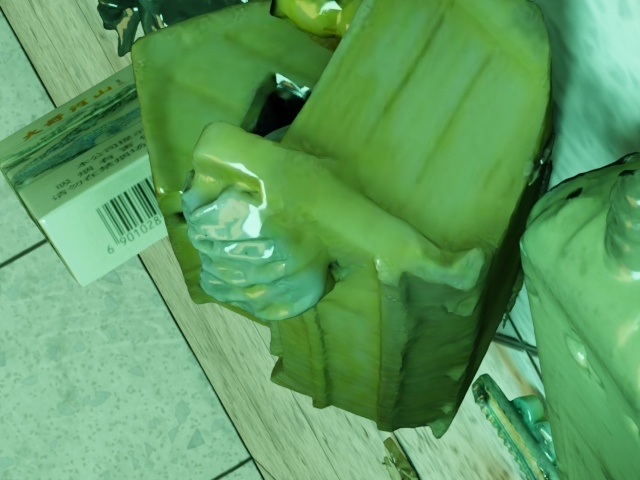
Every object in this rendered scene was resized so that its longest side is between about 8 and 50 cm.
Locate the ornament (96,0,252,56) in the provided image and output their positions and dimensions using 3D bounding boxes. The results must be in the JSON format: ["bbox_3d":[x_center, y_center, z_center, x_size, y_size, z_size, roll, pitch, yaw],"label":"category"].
[{"bbox_3d":[-0.109,-0.186,0.954,0.202,0.080,0.236,69,170,-22],"label":"ornament"}]

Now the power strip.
[{"bbox_3d":[0.130,0.086,0.611,0.092,0.066,0.387,55,172,34],"label":"power strip"}]

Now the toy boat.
[{"bbox_3d":[0.000,0.000,0.685,0.162,0.136,0.445,24,167,9],"label":"toy boat"}]

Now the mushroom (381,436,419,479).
[{"bbox_3d":[0.071,0.201,1.349,0.049,0.019,0.101,47,161,51],"label":"mushroom"}]

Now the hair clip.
[{"bbox_3d":[0.128,0.141,0.825,0.173,0.049,0.049,62,171,20],"label":"hair clip"}]

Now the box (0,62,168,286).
[{"bbox_3d":[-0.172,-0.065,1.372,0.069,0.164,0.256,62,170,-23],"label":"box"}]
